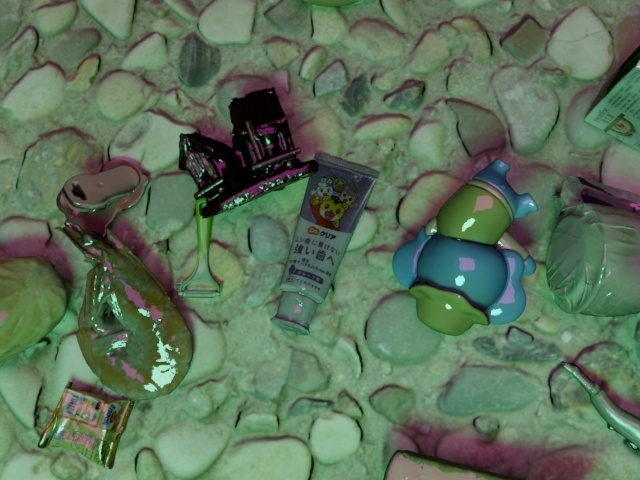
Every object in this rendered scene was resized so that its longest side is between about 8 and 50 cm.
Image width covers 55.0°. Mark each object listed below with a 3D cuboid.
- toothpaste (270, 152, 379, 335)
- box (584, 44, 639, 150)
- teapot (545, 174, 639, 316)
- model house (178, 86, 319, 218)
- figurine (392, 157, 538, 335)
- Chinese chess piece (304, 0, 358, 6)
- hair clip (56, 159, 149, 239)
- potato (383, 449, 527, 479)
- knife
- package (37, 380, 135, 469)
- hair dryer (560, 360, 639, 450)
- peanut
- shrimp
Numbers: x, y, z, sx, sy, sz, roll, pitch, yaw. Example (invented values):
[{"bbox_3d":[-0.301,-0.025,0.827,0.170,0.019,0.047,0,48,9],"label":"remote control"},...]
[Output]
[{"bbox_3d":[0.000,0.000,0.984,0.113,0.073,0.300,17,72,6],"label":"toothpaste"},{"bbox_3d":[0.507,-0.216,0.926,0.135,0.199,0.081,31,79,7],"label":"box"},{"bbox_3d":[0.440,0.021,0.926,0.178,0.222,0.164,8,118,-5],"label":"teapot"},{"bbox_3d":[-0.128,-0.143,0.977,0.203,0.141,0.164,-24,98,-6],"label":"model house"},{"bbox_3d":[0.234,0.021,0.916,0.180,0.154,0.262,35,96,-15],"label":"figurine"},{"bbox_3d":[0.021,-0.540,1.071,0.257,0.104,0.258,-1,79,4],"label":"Chinese chess piece"},{"bbox_3d":[-0.366,-0.070,1.035,0.138,0.102,0.123,-32,78,-37],"label":"hair clip"},{"bbox_3d":[0.203,0.385,0.867,0.255,0.112,0.269,38,80,14],"label":"potato"},{"bbox_3d":[-0.197,0.012,1.010,0.078,0.022,0.166,1,79,-4],"label":"knife"},{"bbox_3d":[-0.364,0.287,0.960,0.120,0.031,0.108,17,80,1],"label":"package"},{"bbox_3d":[0.437,0.334,0.893,0.267,0.092,0.229,24,86,22],"label":"hair dryer"},{"bbox_3d":[-0.540,0.142,0.945,0.313,0.152,0.152,-34,78,-2],"label":"peanut"},{"bbox_3d":[-0.326,0.109,0.967,0.168,0.077,0.317,-37,87,-5],"label":"shrimp"}]
